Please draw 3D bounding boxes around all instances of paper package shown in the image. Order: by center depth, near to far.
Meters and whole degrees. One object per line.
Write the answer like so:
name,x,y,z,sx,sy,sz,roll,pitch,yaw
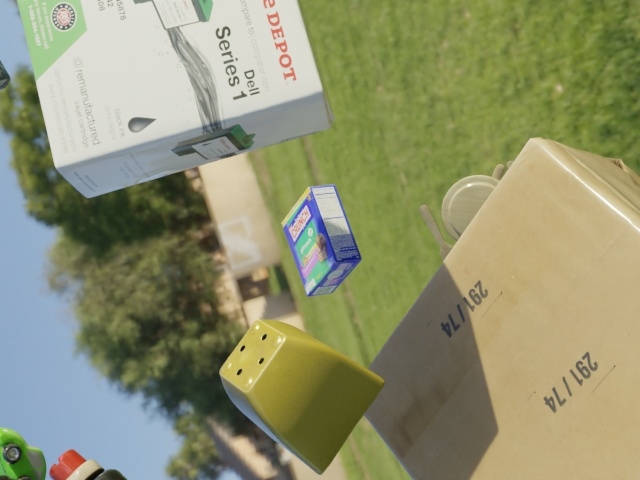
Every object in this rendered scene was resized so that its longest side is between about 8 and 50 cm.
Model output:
paper package,0.233,0.118,1.035,0.168,0.325,0.309,11,-151,-43

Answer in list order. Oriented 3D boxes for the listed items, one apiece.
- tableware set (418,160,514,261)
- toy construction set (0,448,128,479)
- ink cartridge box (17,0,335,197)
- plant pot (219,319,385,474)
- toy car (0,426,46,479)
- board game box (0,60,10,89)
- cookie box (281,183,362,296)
tableware set,0.211,0.012,1.350,0.194,0.128,0.039,62,-166,-4
toy construction set,-0.315,0.281,1.008,0.309,0.237,0.257,37,-178,-6
ink cartridge box,-0.114,-0.146,0.942,0.092,0.219,0.160,67,-174,-77
plant pot,-0.022,0.102,0.828,0.083,0.081,0.081,39,171,-31
toy car,-0.329,0.317,1.362,0.239,0.053,0.225,-12,99,51
board game box,-0.542,-0.289,1.601,0.194,0.060,0.194,58,-145,3
cookie box,0.000,0.000,1.424,0.092,0.040,0.107,-52,51,51
